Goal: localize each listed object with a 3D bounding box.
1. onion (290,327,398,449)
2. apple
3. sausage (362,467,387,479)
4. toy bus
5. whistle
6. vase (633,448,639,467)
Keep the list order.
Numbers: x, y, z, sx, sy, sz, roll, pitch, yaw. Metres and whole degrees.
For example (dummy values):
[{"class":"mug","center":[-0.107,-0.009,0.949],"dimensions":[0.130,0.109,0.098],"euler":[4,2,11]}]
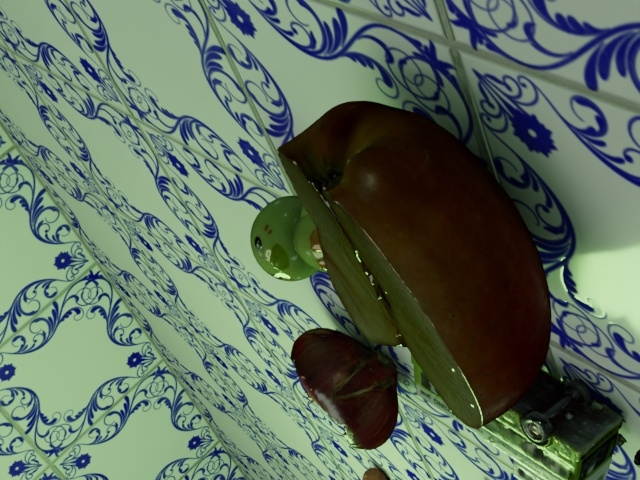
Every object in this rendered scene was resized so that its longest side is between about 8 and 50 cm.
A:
[{"class":"onion","center":[0.049,0.262,2.083],"dimensions":[0.248,0.161,0.248],"euler":[50,162,23]},{"class":"apple","center":[0.095,0.024,1.307],"dimensions":[0.329,0.295,0.365],"euler":[-5,130,30]},{"class":"sausage","center":[0.137,0.595,2.729],"dimensions":[0.062,0.062,0.154],"euler":[34,157,34]},{"class":"toy bus","center":[0.264,0.231,1.583],"dimensions":[0.302,0.113,0.139],"euler":[32,139,39]},{"class":"whistle","center":[-0.009,0.005,1.716],"dimensions":[0.294,0.141,0.141],"euler":[12,141,58]},{"class":"vase","center":[0.469,0.324,1.450],"dimensions":[0.167,0.059,0.059],"euler":[50,161,-9]}]
